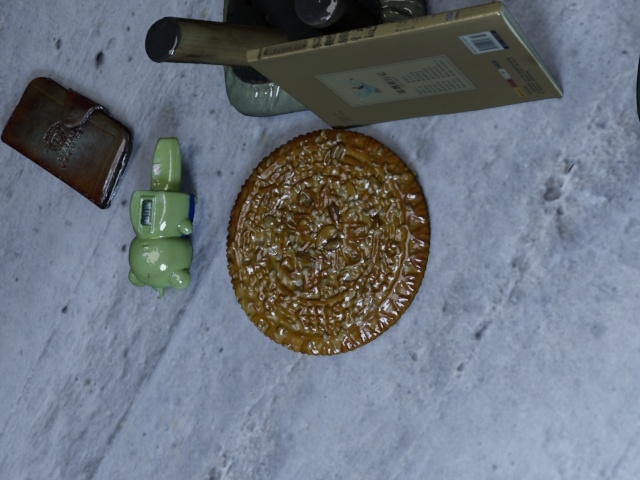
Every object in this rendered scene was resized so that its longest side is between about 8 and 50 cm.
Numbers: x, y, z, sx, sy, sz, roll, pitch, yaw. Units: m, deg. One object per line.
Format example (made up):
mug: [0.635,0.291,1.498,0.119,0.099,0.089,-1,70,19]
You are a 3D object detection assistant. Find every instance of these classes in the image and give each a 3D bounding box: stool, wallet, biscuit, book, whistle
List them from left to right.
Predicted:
wallet: [-0.392,-0.162,1.530,0.255,0.031,0.137,31,99,29]
whistle: [-0.221,-0.031,1.384,0.105,0.085,0.227,1,86,30]
stool: [-0.046,-0.335,1.242,0.310,0.226,0.310,-7,80,31]
biscuit: [0.000,0.000,1.280,0.305,0.038,0.305,-4,82,30]
book: [0.099,-0.193,1.145,0.310,0.217,0.021,-4,72,30]

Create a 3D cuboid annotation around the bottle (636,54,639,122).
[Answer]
bottle: [0.460,-0.152,0.976,0.271,0.143,0.156,10,123,29]
